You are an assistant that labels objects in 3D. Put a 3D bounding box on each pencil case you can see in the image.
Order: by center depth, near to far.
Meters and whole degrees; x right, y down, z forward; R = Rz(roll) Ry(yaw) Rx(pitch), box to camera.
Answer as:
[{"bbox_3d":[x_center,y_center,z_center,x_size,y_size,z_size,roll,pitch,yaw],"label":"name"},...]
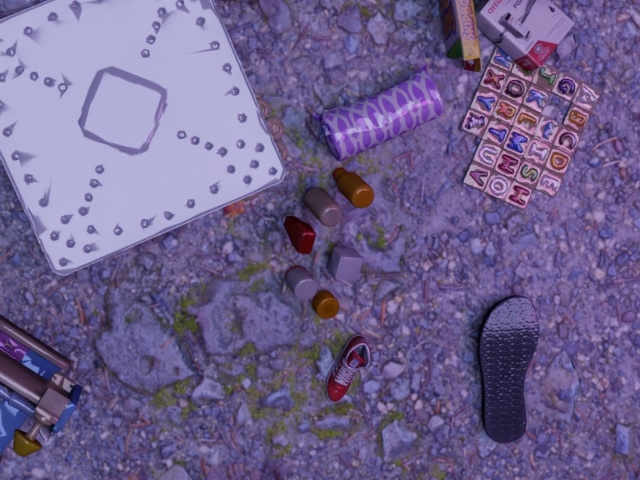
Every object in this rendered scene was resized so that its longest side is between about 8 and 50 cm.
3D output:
[{"bbox_3d":[0.094,-0.200,1.853,0.206,0.086,0.088,-23,71,-8],"label":"pencil case"}]

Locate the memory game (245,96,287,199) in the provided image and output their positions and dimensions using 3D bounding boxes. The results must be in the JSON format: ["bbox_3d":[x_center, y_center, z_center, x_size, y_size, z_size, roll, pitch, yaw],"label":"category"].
[{"bbox_3d":[-0.143,-0.149,1.849,0.186,0.012,0.186,-1,95,-9],"label":"memory game"}]

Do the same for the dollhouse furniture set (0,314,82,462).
[{"bbox_3d":[-0.517,0.216,1.671,0.286,0.303,0.198,35,88,-11],"label":"dollhouse furniture set"}]

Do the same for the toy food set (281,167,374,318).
[{"bbox_3d":[0.000,0.000,1.862,0.111,0.104,0.232,4,113,-23],"label":"toy food set"}]

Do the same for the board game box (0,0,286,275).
[{"bbox_3d":[-0.304,-0.197,1.791,0.390,0.050,0.389,-24,96,-6],"label":"board game box"}]

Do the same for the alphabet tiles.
[{"bbox_3d":[0.333,-0.181,1.929,0.198,0.009,0.237,23,90,-11],"label":"alphabet tiles"}]

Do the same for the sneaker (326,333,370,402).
[{"bbox_3d":[0.045,0.211,1.884,0.042,0.067,0.118,23,91,-10],"label":"sneaker"}]

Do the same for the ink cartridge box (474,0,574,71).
[{"bbox_3d":[0.324,-0.355,1.883,0.135,0.056,0.099,39,83,-9],"label":"ink cartridge box"}]

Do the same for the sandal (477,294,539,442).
[{"bbox_3d":[0.304,0.210,1.942,0.097,0.054,0.254,4,104,-3],"label":"sandal"}]

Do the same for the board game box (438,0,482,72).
[{"bbox_3d":[0.208,-0.391,1.822,0.039,0.124,0.259,-14,102,-4],"label":"board game box"}]
